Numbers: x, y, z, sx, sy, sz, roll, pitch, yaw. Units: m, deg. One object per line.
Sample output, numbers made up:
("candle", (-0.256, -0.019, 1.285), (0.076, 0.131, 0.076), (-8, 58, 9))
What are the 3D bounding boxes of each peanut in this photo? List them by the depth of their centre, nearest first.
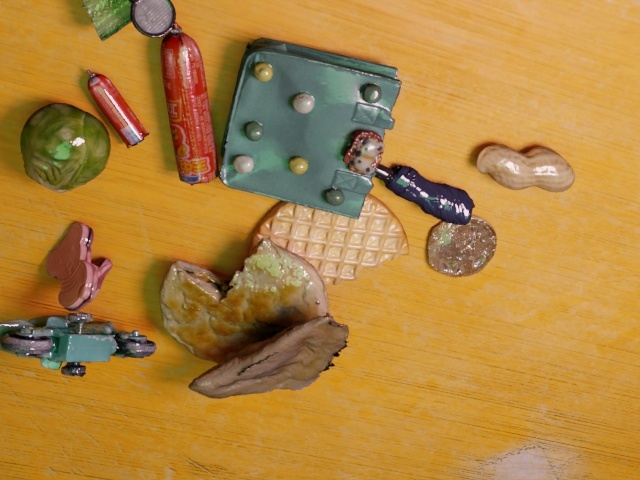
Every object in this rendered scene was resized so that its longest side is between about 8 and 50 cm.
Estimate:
("peanut", (0.370, -0.130, 1.493), (0.187, 0.082, 0.082), (4, 118, -7))

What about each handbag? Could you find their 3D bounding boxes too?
("handbag", (-0.023, -0.185, 1.385), (0.274, 0.100, 0.269), (16, 115, -3))

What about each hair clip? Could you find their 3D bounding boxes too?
("hair clip", (-0.435, 0.053, 1.469), (0.102, 0.138, 0.123), (39, 115, -17))

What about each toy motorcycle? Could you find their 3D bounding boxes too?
("toy motorcycle", (-0.457, 0.175, 1.503), (0.296, 0.198, 0.109), (10, 88, -52))

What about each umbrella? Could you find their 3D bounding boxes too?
("umbrella", (0.164, -0.096, 1.500), (0.248, 0.071, 0.071), (22, 114, -11))

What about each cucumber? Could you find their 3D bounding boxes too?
("cucumber", (-0.260, -0.419, 1.271), (0.244, 0.063, 0.115), (-29, 101, 11))

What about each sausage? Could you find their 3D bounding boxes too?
("sausage", (-0.219, -0.228, 1.375), (0.074, 0.074, 0.274), (-6, 118, -3))
("sausage", (-0.345, -0.223, 1.383), (0.048, 0.050, 0.145), (-41, 117, -15))

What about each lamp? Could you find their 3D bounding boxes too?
("lamp", (-0.382, -0.426, 1.227), (0.371, 0.108, 0.130), (24, 86, -18))

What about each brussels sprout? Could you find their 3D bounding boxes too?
("brussels sprout", (-0.424, -0.152, 1.369), (0.155, 0.117, 0.155), (-5, 113, -13))

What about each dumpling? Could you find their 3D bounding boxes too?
("dumpling", (-0.074, 0.209, 1.514), (0.332, 0.086, 0.166), (-26, 145, 24))

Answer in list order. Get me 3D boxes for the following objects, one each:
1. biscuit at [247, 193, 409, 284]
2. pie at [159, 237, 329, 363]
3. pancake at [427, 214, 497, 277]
("biscuit", (0.000, 0.000, 1.542), (0.309, 0.040, 0.205), (-20, 118, 4))
("pie", (-0.133, 0.134, 1.550), (0.337, 0.075, 0.338), (2, 131, 2))
("pancake", (0.271, 0.012, 1.588), (0.139, 0.022, 0.139), (-3, 118, -6))
